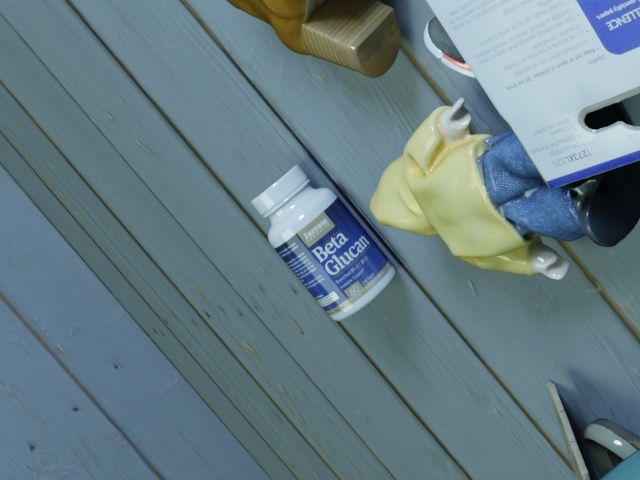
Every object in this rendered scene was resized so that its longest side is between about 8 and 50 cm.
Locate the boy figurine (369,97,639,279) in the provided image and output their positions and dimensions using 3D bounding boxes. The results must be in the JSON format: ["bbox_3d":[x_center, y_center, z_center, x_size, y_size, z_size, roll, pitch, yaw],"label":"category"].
[{"bbox_3d":[0.141,-0.038,0.850,0.177,0.092,0.285,51,159,-15],"label":"boy figurine"}]

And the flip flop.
[{"bbox_3d":[0.337,0.305,1.059,0.112,0.080,0.277,8,134,58],"label":"flip flop"}]

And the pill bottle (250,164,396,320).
[{"bbox_3d":[0.000,0.000,1.166,0.169,0.094,0.094,50,158,-6],"label":"pill bottle"}]

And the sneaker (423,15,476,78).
[{"bbox_3d":[0.145,-0.147,0.728,0.158,0.061,0.065,25,133,32],"label":"sneaker"}]

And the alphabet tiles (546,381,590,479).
[{"bbox_3d":[0.275,0.265,1.049,0.198,0.009,0.237,-98,-14,-54],"label":"alphabet tiles"}]

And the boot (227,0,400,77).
[{"bbox_3d":[-0.048,-0.265,0.811,0.211,0.104,0.295,33,157,32],"label":"boot"}]

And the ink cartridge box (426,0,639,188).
[{"bbox_3d":[0.114,-0.213,0.596,0.175,0.069,0.371,-20,108,50],"label":"ink cartridge box"}]

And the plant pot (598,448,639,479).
[{"bbox_3d":[0.333,0.283,0.826,0.293,0.235,0.293,40,157,21],"label":"plant pot"}]
